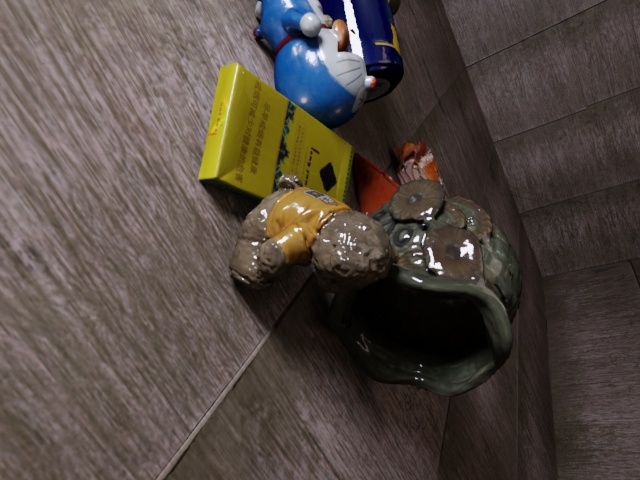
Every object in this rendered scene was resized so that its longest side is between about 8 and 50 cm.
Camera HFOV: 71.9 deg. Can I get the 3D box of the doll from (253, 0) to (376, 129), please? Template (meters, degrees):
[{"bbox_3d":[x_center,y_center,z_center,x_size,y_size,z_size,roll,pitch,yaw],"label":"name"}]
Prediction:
[{"bbox_3d":[-0.015,-0.310,0.724,0.215,0.161,0.257,-68,134,-81],"label":"doll"}]

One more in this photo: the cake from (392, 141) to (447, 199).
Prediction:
[{"bbox_3d":[0.282,-0.124,1.150,0.135,0.098,0.288,-25,96,-59],"label":"cake"}]

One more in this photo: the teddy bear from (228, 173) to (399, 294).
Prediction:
[{"bbox_3d":[0.000,0.000,0.543,0.177,0.190,0.140,-15,122,-57],"label":"teddy bear"}]

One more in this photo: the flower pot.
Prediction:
[{"bbox_3d":[0.156,0.071,0.684,0.302,0.301,0.213,57,38,-24],"label":"flower pot"}]

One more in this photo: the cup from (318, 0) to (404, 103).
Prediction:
[{"bbox_3d":[0.097,-0.423,0.901,0.254,0.178,0.257,-9,84,-31],"label":"cup"}]

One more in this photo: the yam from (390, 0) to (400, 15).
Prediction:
[{"bbox_3d":[0.155,-0.663,1.226,0.093,0.093,0.259,62,33,-16],"label":"yam"}]

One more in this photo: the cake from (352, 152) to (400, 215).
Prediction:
[{"bbox_3d":[0.136,-0.039,0.929,0.158,0.160,0.262,20,24,-52],"label":"cake"}]

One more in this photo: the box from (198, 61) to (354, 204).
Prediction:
[{"bbox_3d":[-0.046,-0.117,0.647,0.279,0.040,0.153,21,75,-52],"label":"box"}]
